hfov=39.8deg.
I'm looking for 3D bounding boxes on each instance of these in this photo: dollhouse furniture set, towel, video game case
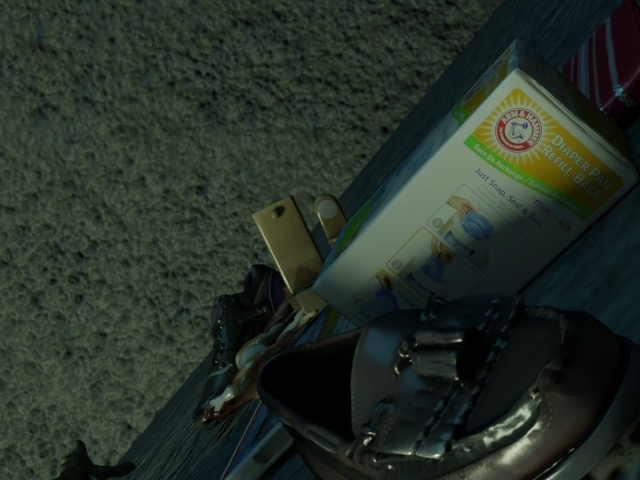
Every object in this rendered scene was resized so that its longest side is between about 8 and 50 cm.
[{"bbox_3d":[0.000,0.000,1.033,0.144,0.123,0.151,-26,4,6],"label":"dollhouse furniture set"},{"bbox_3d":[0.184,-0.077,0.748,0.275,0.031,0.199,-49,6,31],"label":"towel"},{"bbox_3d":[0.007,0.105,0.838,0.285,0.025,0.204,-51,7,37],"label":"video game case"}]

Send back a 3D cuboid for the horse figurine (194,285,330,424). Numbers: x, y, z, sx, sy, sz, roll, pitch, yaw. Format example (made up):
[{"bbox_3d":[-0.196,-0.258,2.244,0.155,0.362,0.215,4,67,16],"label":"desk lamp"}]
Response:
[{"bbox_3d":[-0.060,0.141,1.129,0.174,0.066,0.263,-43,8,9],"label":"horse figurine"}]

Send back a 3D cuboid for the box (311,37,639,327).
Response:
[{"bbox_3d":[0.104,-0.023,0.611,0.203,0.103,0.114,-48,6,26],"label":"box"}]

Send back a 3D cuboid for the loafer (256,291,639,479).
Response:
[{"bbox_3d":[0.036,0.083,0.458,0.109,0.095,0.302,-52,5,-24],"label":"loafer"}]

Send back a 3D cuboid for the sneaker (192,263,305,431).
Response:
[{"bbox_3d":[-0.130,0.152,1.319,0.107,0.124,0.283,-45,7,50],"label":"sneaker"}]

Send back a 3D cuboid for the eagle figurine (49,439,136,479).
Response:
[{"bbox_3d":[-0.278,0.370,0.917,0.226,0.225,0.299,8,-85,-49],"label":"eagle figurine"}]
